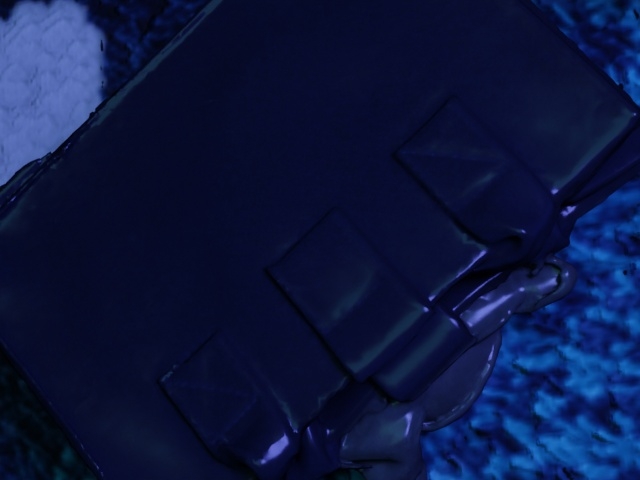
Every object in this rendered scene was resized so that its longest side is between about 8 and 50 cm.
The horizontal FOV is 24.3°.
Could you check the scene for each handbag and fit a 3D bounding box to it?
[{"bbox_3d":[0.000,0.000,0.786,0.326,0.118,0.269,-43,63,5],"label":"handbag"}]
